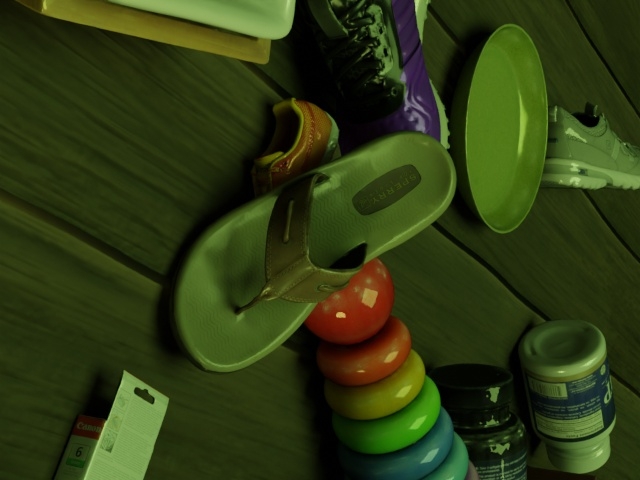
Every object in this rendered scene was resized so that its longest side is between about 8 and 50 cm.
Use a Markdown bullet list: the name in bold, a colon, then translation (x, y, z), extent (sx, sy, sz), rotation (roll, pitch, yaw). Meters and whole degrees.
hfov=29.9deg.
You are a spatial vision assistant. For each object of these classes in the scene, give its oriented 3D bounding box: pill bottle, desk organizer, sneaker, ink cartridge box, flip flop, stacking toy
- **pill bottle**: translation (0.162, 0.250, 1.293), extent (0.123, 0.122, 0.219), rotation (-17, 109, -56)
- **desk organizer**: translation (0.278, 0.316, 1.483), extent (0.050, 0.130, 0.047), rotation (-58, 139, -39)
- **sneaker**: translation (-0.036, -0.036, 1.011), extent (0.067, 0.064, 0.175), rotation (21, 71, -36)
- **sneaker**: translation (0.034, -0.171, 1.045), extent (0.146, 0.102, 0.293), rotation (16, 68, -58)
- **sneaker**: translation (0.373, -0.126, 1.600), extent (0.281, 0.105, 0.115), rotation (-5, 99, -57)
- **ink cartridge box**: translation (-0.153, 0.155, 0.860), extent (0.063, 0.029, 0.115), rotation (45, 55, -50)
- **flip flop**: translation (0.000, 0.000, 0.945), extent (0.277, 0.080, 0.112), rotation (-32, 95, -17)
- **pill bottle**: translation (0.325, 0.206, 1.562), extent (0.112, 0.112, 0.187), rotation (-49, 134, -44)
- **stacking toy**: translation (0.054, 0.154, 1.120), extent (0.141, 0.141, 0.330), rotation (-48, 126, -44)

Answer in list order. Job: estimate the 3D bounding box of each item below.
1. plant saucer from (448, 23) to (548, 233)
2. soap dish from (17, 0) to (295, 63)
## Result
- **plant saucer**: translation (0.204, -0.129, 1.393), extent (0.241, 0.037, 0.241), rotation (-11, 103, -58)
- **soap dish**: translation (-0.111, -0.274, 0.786), extent (0.229, 0.118, 0.291), rotation (0, 95, -58)
